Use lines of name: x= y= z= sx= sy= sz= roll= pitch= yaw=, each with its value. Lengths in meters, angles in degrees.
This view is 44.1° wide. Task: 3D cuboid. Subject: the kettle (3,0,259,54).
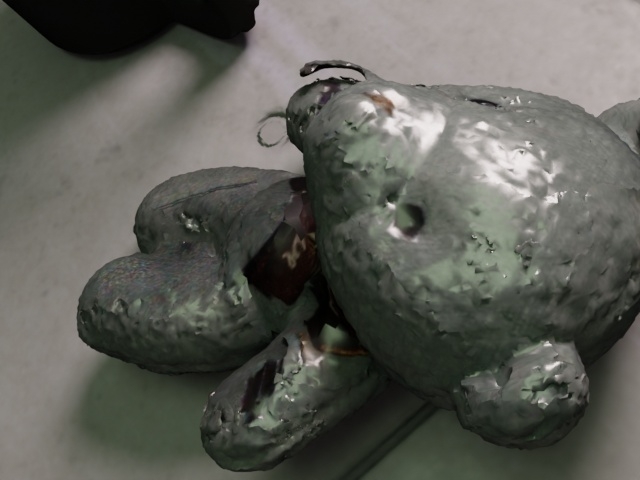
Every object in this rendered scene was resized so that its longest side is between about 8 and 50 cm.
kettle: x=-0.190 y=-0.289 z=0.544 sx=0.262 sy=0.308 sz=0.203 roll=0 pitch=65 yaw=24

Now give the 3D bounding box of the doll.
doll: x=-0.001 y=-0.004 z=0.411 sx=0.341 sy=0.158 sz=0.245 roll=5 pitch=56 yaw=29
